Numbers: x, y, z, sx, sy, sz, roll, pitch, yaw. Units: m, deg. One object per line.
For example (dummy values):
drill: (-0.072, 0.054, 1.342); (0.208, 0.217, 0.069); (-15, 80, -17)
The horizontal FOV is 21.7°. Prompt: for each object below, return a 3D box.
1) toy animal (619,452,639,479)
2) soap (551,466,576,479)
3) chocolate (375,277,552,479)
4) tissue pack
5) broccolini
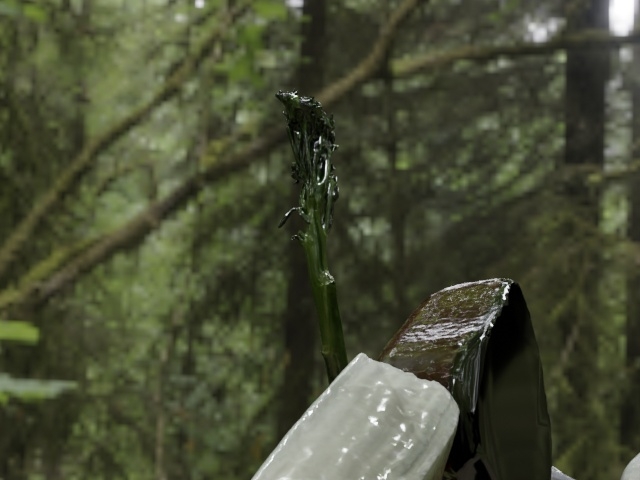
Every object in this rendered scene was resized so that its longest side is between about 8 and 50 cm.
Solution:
toy animal: (0.315, 0.212, 1.415); (0.140, 0.138, 0.282); (43, 11, 20)
soap: (0.238, 0.404, 1.814); (0.107, 0.296, 0.285); (41, -6, -24)
chocolate: (0.069, 0.083, 0.905); (0.080, 0.125, 0.149); (-6, -13, 23)
tissue pack: (-0.019, 0.231, 0.812); (0.071, 0.325, 0.170); (21, 28, 12)
broccolini: (0.001, 0.008, 1.458); (0.062, 0.271, 0.123); (-13, -16, 19)
